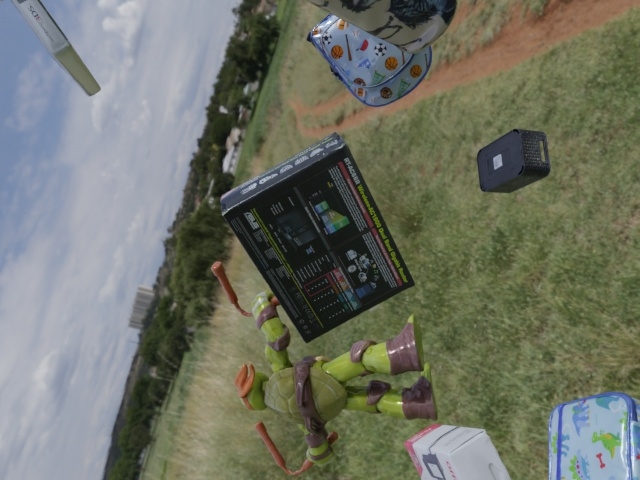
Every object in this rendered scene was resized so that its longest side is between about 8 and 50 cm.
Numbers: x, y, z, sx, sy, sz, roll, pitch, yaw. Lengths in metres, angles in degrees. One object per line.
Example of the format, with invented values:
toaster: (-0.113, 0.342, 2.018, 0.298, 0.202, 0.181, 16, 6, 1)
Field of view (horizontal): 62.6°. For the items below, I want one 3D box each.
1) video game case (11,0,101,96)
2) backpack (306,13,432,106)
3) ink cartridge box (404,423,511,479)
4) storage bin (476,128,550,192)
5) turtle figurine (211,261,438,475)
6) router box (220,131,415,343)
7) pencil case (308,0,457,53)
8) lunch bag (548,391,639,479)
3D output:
video game case: (-0.287, -0.235, 0.513, 0.022, 0.173, 0.190, -36, 12, -10)
backpack: (0.136, -0.459, 1.249, 0.276, 0.263, 0.213, -34, 19, 24)
ink cartridge box: (0.297, 0.498, 1.126, 0.172, 0.100, 0.237, 64, 161, 9)
storage bin: (0.498, -0.203, 1.372, 0.180, 0.084, 0.122, 149, 120, -67)
turtle figurine: (-0.002, 0.136, 0.535, 0.087, 0.217, 0.270, -57, -47, -69)
router box: (0.000, 0.000, 0.370, 0.092, 0.122, 0.038, -28, 26, 2)
pencil case: (0.044, -0.450, 0.825, 0.183, 0.410, 0.160, -35, 53, 43)
lunch bag: (0.413, 0.343, 0.769, 0.176, 0.090, 0.219, 130, 158, -62)
